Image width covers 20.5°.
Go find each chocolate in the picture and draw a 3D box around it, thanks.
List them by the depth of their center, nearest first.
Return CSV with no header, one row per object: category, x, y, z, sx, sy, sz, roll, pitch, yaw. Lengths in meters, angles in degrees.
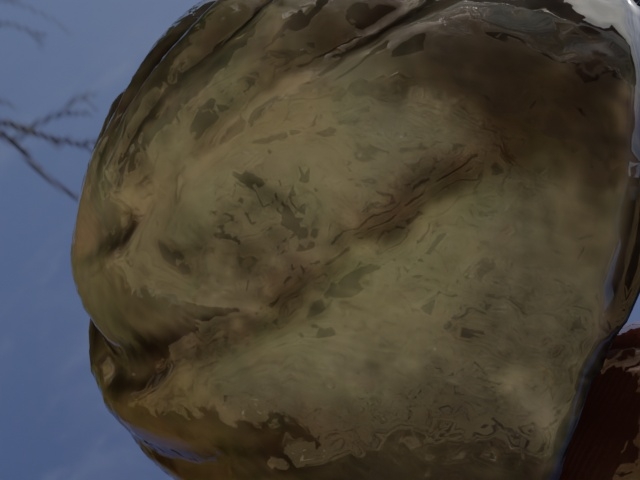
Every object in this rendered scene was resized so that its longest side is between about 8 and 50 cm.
chocolate,0.000,0.000,0.775,0.213,0.303,0.303,17,-116,-7

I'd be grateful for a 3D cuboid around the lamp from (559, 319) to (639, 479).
lamp,0.201,0.149,0.907,0.258,0.180,0.180,31,-102,11
